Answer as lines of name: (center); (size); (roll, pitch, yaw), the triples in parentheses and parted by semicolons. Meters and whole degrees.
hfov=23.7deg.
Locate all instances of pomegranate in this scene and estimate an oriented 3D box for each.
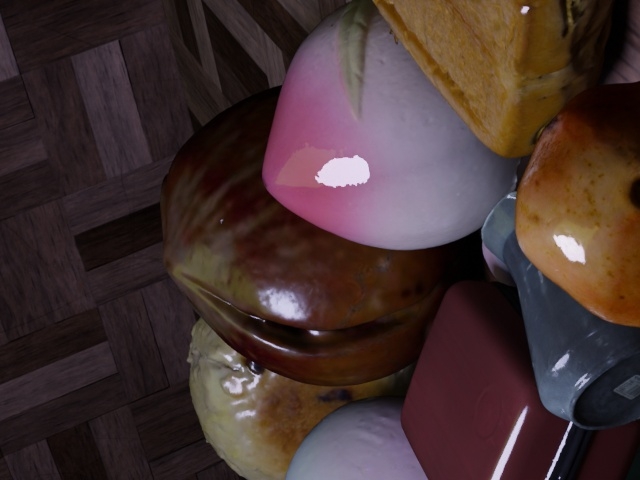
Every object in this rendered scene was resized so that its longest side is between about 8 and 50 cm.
pomegranate: (0.268, -0.033, 1.250); (0.209, 0.209, 0.209); (158, 90, -77)

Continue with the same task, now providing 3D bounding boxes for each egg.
egg: (0.160, 0.401, 2.081); (0.339, 0.354, 0.355); (5, 118, 54)

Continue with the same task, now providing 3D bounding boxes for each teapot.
teapot: (0.269, 0.060, 1.507); (0.203, 0.171, 0.225); (36, -155, -52)

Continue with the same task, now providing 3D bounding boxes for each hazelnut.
hazelnut: (0.000, 0.000, 2.017); (0.429, 0.402, 0.402); (54, 161, 32)

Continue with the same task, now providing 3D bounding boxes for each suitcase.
suitcase: (0.216, 0.195, 1.683); (0.297, 0.161, 0.236); (-119, 45, -63)

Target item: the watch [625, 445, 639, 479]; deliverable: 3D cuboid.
watch: (0.342, 0.298, 1.748); (0.195, 0.068, 0.237); (59, 165, 29)

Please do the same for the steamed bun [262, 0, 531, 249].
steamed bun: (0.064, -0.122, 1.695); (0.309, 0.309, 0.309); (158, 90, -77)

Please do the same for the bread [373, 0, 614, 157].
bread: (0.155, -0.272, 1.419); (0.337, 0.148, 0.328); (56, 166, 34)

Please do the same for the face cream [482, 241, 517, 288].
face cream: (0.232, -0.003, 1.719); (0.198, 0.057, 0.084); (119, 128, -72)

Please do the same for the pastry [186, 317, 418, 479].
pastry: (-0.023, 0.209, 2.413); (0.312, 0.388, 0.389); (-92, -17, -79)
